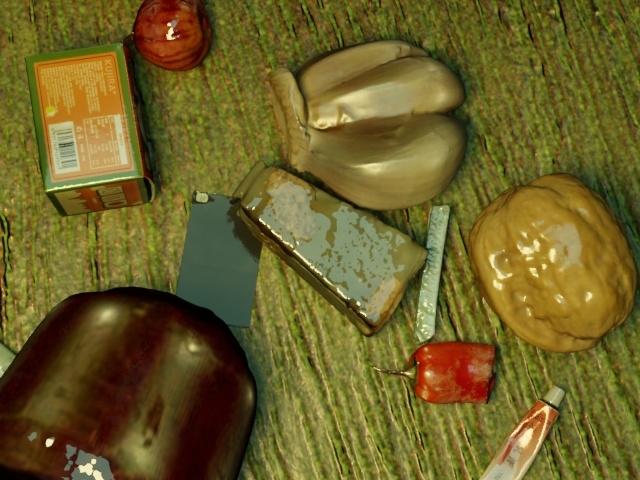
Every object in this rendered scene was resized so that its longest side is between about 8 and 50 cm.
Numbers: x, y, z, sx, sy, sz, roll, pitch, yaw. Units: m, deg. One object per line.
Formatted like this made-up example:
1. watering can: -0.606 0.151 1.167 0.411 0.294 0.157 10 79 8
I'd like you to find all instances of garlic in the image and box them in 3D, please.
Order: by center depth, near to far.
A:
1. garlic: 0.090 -0.176 1.636 0.325 0.132 0.279 -8 70 -14

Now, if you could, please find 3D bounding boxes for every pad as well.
1. pad: -0.147 0.027 1.661 0.116 0.004 0.193 9 79 -5

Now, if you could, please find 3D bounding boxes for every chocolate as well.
1. chocolate: -0.247 0.223 1.436 0.383 0.383 0.331 23 79 -1

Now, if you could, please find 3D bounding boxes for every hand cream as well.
1. hand cream: 0.290 0.303 1.643 0.052 0.038 0.216 30 81 28

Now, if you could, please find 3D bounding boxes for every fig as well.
1. fig: -0.225 -0.313 1.665 0.150 0.128 0.128 18 75 39

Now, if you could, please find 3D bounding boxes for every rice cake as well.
1. rice cake: 0.164 0.051 1.668 0.034 0.043 0.211 9 79 1

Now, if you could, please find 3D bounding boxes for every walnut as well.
1. walnut: 0.330 0.039 1.594 0.257 0.224 0.257 9 72 -29

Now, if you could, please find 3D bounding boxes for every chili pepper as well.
1. chili pepper: 0.165 0.189 1.625 0.192 0.084 0.086 4 47 -7

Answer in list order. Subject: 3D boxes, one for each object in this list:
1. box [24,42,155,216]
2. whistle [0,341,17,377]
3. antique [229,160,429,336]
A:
1. box: -0.320 -0.152 1.589 0.148 0.177 0.195 -10 81 -6
2. whistle: -0.518 0.123 1.580 0.312 0.062 0.062 39 79 3
3. antique: 0.000 0.000 1.618 0.284 0.125 0.150 35 77 0
